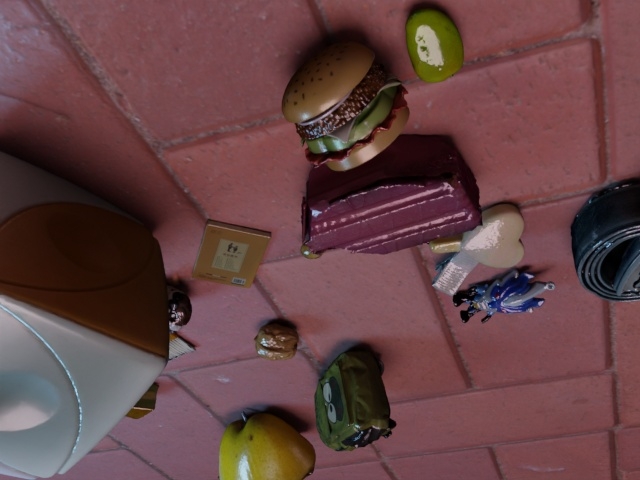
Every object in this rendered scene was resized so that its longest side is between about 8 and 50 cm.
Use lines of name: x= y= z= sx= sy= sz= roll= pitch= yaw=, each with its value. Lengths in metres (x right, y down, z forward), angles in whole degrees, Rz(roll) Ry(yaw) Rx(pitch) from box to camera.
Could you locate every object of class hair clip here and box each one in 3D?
hair clip: x=0.271 y=0.013 z=1.267 sx=0.159 sy=0.071 sz=0.218 roll=20 pitch=133 yaw=-19

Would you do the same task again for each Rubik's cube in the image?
Rubik's cube: x=-0.470 y=0.118 z=1.112 sx=0.351 sy=0.352 sz=0.347 roll=-42 pitch=129 yaw=20

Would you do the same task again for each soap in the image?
soap: x=0.094 y=-0.061 z=1.133 sx=0.289 sy=0.112 sz=0.182 roll=-19 pitch=137 yaw=22

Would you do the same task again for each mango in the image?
mango: x=0.148 y=-0.258 z=0.935 sx=0.073 sy=0.056 sz=0.108 roll=-24 pitch=132 yaw=19

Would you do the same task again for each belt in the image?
belt: x=0.540 y=0.007 z=1.212 sx=0.206 sy=0.116 sz=0.267 roll=-5 pitch=143 yaw=14

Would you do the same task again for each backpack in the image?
backpack: x=0.069 y=0.371 z=1.607 sx=0.140 sy=0.207 sz=0.253 roll=2 pitch=149 yaw=-22

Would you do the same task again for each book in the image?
book: x=-0.169 y=0.030 z=1.326 sx=0.118 sy=0.012 sz=0.172 roll=12 pitch=140 yaw=-14

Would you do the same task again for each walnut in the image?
walnut: x=-0.094 y=0.216 z=1.507 sx=0.096 sy=0.082 sz=0.079 roll=8 pitch=112 yaw=-9

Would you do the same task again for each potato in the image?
potato: x=0.000 y=0.000 z=1.264 sx=0.045 sy=0.046 sz=0.092 roll=41 pitch=124 yaw=6

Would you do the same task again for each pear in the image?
pear: x=-0.152 y=0.526 z=1.821 sx=0.266 sy=0.267 sz=0.178 roll=-7 pitch=116 yaw=9

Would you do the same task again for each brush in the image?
brush: x=-0.397 y=0.174 z=1.505 sx=0.090 sy=0.017 sz=0.314 roll=-25 pitch=134 yaw=24

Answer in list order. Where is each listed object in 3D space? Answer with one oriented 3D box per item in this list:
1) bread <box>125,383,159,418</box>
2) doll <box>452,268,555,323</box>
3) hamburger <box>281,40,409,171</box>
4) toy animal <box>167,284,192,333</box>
bread: x=-0.470 y=0.364 z=1.692 sx=0.139 sy=0.074 sz=0.084 roll=32 pitch=132 yaw=-31
doll: x=0.358 y=0.108 z=1.381 sx=0.195 sy=0.070 sz=0.096 roll=-18 pitch=107 yaw=26
hamburger: x=0.026 y=-0.185 z=0.949 sx=0.175 sy=0.175 sz=0.137 roll=-26 pitch=122 yaw=28
toy animal: x=-0.300 y=0.143 z=1.408 sx=0.098 sy=0.098 sz=0.137 roll=5 pitch=157 yaw=-6
